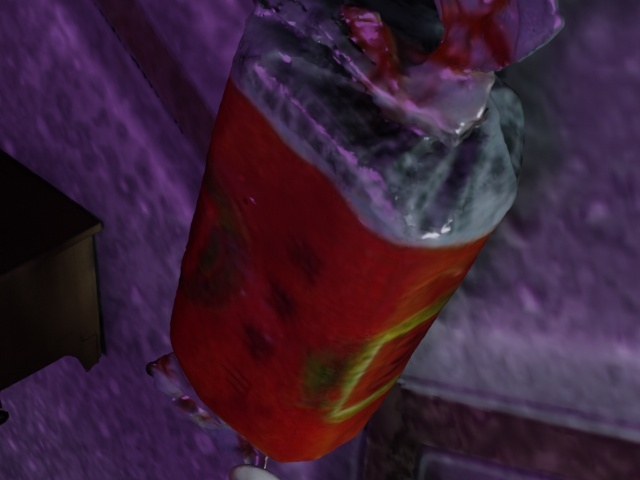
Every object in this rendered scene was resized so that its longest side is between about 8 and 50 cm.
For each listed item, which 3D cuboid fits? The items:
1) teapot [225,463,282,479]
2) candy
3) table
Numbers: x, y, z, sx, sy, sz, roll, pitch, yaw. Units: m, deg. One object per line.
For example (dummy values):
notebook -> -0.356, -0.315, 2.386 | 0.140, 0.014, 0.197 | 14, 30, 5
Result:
teapot -> 0.014, 0.191, 0.544 | 0.245, 0.116, 0.159 | 47, 175, -26
candy -> 0.000, 0.001, 0.473 | 0.086, 0.059, 0.292 | 47, 146, 16
table -> -0.141, 0.021, 0.661 | 0.083, 0.070, 0.082 | 31, 137, 34
